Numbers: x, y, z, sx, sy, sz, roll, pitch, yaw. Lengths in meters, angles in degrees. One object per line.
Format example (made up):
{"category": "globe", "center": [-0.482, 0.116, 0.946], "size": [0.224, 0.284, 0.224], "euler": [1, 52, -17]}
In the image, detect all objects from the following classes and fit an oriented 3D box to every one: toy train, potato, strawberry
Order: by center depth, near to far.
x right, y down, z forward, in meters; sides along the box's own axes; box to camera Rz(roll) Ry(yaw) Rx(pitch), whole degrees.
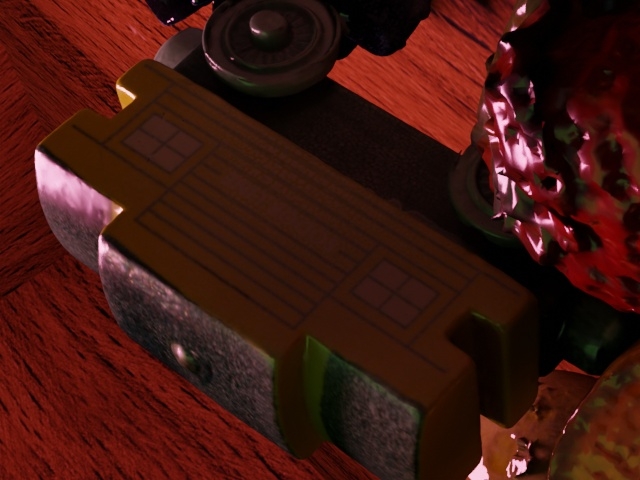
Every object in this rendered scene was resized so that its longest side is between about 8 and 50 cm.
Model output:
{"category": "strawberry", "center": [0.232, -0.063, 0.882], "size": [0.288, 0.250, 0.238], "euler": [11, 151, 3]}
{"category": "toy train", "center": [0.000, 0.000, 1.104], "size": [0.442, 0.272, 0.179], "euler": [33, 153, 28]}
{"category": "potato", "center": [0.234, 0.264, 1.595], "size": [0.270, 0.219, 0.359], "euler": [44, 165, 8]}

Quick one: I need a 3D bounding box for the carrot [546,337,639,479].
{"category": "carrot", "center": [0.259, 0.154, 0.905], "size": [0.241, 0.241, 0.340], "euler": [52, -157, 7]}

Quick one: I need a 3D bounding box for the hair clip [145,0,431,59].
{"category": "hair clip", "center": [-0.048, -0.271, 1.286], "size": [0.310, 0.206, 0.194], "euler": [59, 163, -17]}
